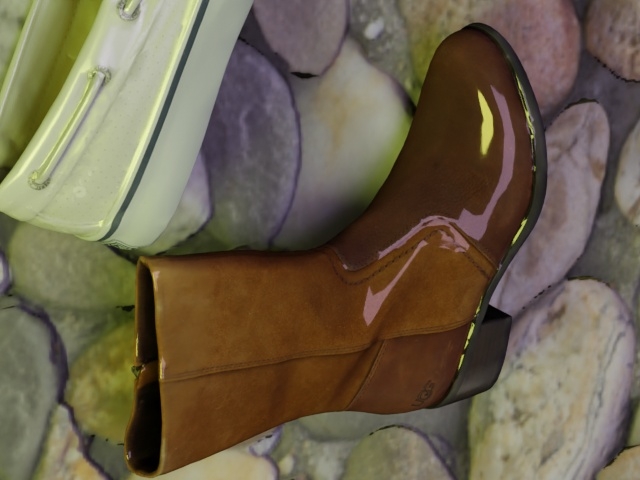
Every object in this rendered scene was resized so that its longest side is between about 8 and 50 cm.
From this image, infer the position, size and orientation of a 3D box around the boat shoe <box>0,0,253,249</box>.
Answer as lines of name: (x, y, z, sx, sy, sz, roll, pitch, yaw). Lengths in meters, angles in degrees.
boat shoe: (-0.122, -0.181, 1.107, 0.156, 0.136, 0.367, 12, 107, -29)

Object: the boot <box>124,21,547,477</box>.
boot: (0.000, 0.000, 1.233, 0.280, 0.096, 0.264, -8, 120, -36)
